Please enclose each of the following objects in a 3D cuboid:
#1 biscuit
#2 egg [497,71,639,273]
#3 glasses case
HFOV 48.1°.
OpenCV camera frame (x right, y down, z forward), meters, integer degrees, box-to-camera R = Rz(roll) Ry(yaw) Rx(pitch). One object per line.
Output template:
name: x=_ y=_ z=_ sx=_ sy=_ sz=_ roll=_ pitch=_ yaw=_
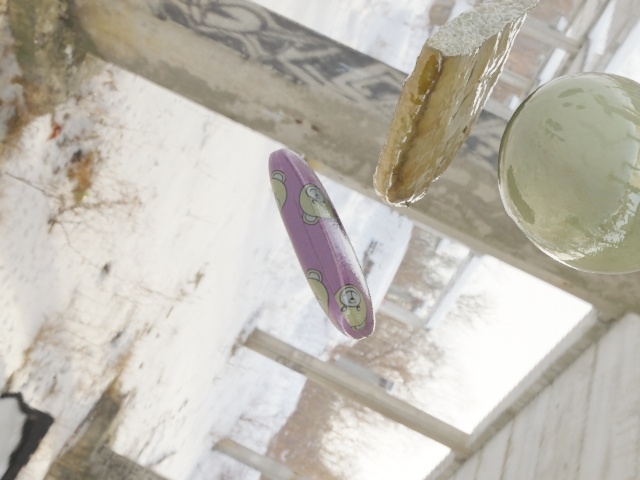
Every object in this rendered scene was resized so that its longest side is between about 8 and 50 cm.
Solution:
biscuit: x=0.241 y=-0.265 z=1.375 sx=0.429 sy=0.104 sz=0.446 roll=-46 pitch=163 yaw=-39
egg: x=0.321 y=-0.080 z=0.841 sx=0.219 sy=0.219 sz=0.269 roll=-66 pitch=-152 yaw=25
glasses case: x=0.000 y=0.000 z=1.056 sx=0.076 sy=0.316 sz=0.123 roll=-28 pitch=153 yaw=11
